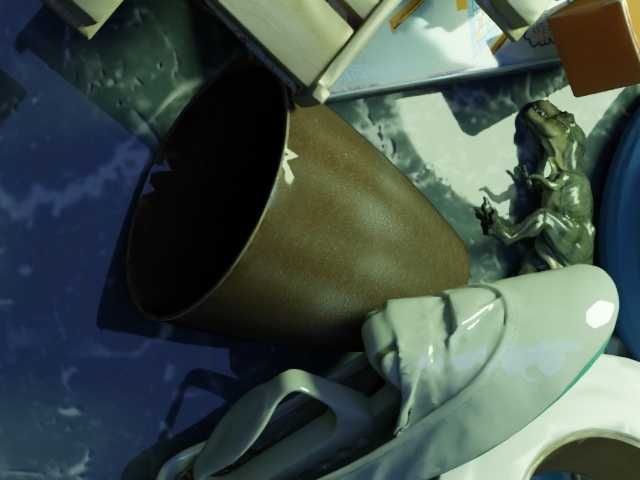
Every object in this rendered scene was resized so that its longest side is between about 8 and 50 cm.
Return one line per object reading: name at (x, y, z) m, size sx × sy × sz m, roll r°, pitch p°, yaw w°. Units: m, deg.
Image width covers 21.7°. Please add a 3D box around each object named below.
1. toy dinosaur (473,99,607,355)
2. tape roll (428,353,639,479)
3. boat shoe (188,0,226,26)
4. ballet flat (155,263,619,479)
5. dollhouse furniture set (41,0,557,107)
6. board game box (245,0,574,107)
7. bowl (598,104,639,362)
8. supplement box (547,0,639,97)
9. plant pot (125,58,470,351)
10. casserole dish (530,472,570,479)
toy dinosaur at (0.194, 0.010, 1.454) m, size 0.118 × 0.064 × 0.268 m, roll -9°, pitch 89°, yaw -20°
tape roll at (0.214, 0.237, 1.335) m, size 0.286 × 0.100 × 0.286 m, roll 5°, pitch 64°, yaw -11°
boat shoe at (-0.191, -0.285, 1.319) m, size 0.355 × 0.132 × 0.130 m, roll 42°, pitch 117°, yaw -2°
ballet flat at (0.039, 0.126, 1.272) m, size 0.400 × 0.139 × 0.139 m, roll -35°, pitch 98°, yaw 15°
dollhouse furniture set at (-0.002, -0.199, 1.270) m, size 0.303 × 0.174 × 0.355 m, roll 44°, pitch 74°, yaw -17°
board game box at (0.072, -0.288, 1.433) m, size 0.318 × 0.066 × 0.318 m, roll -10°, pitch 89°, yaw -19°
bowl at (0.443, -0.004, 1.515) m, size 0.391 × 0.077 × 0.391 m, roll 0°, pitch 90°, yaw -17°
supplement box at (0.287, -0.199, 1.437) m, size 0.233 × 0.078 × 0.080 m, roll -37°, pitch 109°, yaw -46°
plant pot at (0.000, 0.000, 1.331) m, size 0.230 × 0.215 × 0.215 m, roll 24°, pitch 79°, yaw -30°
casserole dish at (0.149, 0.202, 1.438) m, size 0.114 × 0.037 × 0.188 m, roll -27°, pitch 94°, yaw -18°
